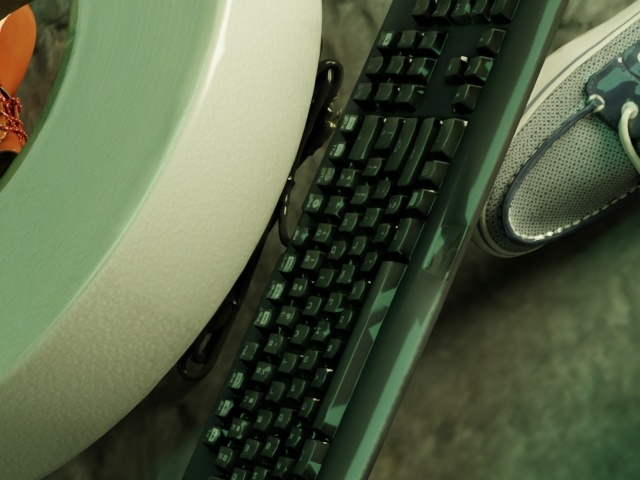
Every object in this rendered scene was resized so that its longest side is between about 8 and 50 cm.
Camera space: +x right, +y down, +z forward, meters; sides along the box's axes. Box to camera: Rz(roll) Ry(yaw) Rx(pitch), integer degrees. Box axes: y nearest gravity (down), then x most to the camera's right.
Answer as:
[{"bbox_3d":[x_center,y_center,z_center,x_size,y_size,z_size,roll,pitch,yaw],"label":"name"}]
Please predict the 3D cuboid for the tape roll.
[{"bbox_3d":[-0.174,-0.055,0.971,0.392,0.072,0.392,-21,53,30],"label":"tape roll"}]

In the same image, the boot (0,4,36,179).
[{"bbox_3d":[-0.183,-0.068,1.085,0.084,0.059,0.158,7,69,38],"label":"boot"}]

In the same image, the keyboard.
[{"bbox_3d":[0.000,0.000,0.847,0.201,0.033,0.317,2,65,61],"label":"keyboard"}]

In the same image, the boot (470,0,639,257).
[{"bbox_3d":[0.144,-0.054,0.799,0.190,0.069,0.086,-44,35,-3],"label":"boot"}]
